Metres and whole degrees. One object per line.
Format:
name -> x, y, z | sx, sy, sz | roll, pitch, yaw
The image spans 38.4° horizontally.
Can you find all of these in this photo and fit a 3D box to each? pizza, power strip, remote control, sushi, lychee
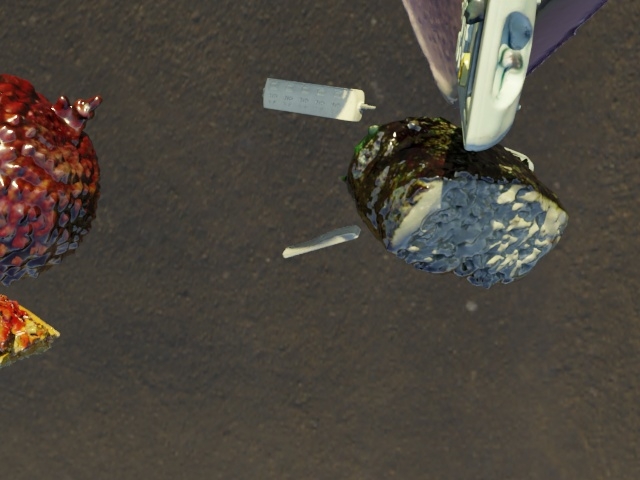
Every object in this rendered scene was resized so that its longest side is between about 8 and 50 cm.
pizza -> -0.428, 0.114, 1.208 | 0.201, 0.193, 0.053 | 29, 104, -31
power strip -> -0.010, -0.274, 1.792 | 0.252, 0.027, 0.060 | 12, 99, 26
remote control -> 0.116, -0.141, 0.601 | 0.051, 0.293, 0.103 | 9, 111, 7
sushi -> 0.129, -0.042, 0.879 | 0.225, 0.127, 0.124 | 13, 123, -39
remote control -> 0.000, 0.000, 2.068 | 0.184, 0.050, 0.027 | -17, 109, 19
lychee -> -0.626, -0.128, 1.801 | 0.500, 0.425, 0.425 | -35, 125, -2

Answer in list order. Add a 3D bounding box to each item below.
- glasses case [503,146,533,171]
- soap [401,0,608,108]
glasses case -> 0.278, -0.124, 1.516 | 0.178, 0.045, 0.067 | 13, 122, -33
soap -> 0.163, -0.314, 0.931 | 0.107, 0.286, 0.296 | -17, 173, -15
